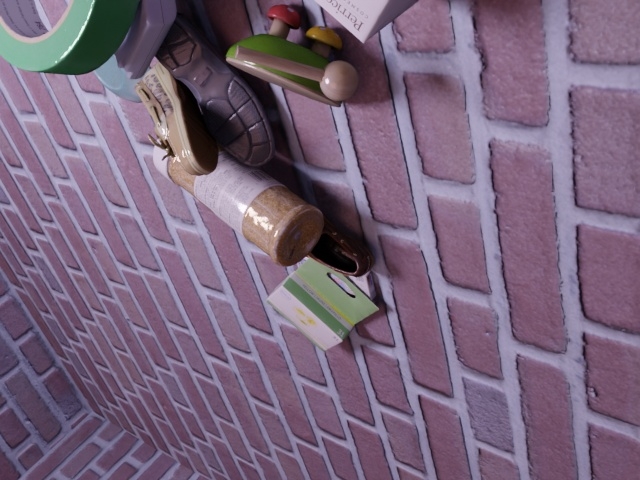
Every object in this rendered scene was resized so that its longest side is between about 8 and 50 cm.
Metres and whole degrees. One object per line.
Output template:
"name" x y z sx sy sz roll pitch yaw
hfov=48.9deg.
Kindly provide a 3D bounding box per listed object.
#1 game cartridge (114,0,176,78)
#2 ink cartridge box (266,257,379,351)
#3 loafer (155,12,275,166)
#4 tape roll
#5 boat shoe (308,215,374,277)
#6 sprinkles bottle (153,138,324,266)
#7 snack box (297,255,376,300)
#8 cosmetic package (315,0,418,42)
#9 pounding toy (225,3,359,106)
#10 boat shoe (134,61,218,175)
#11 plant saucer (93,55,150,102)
"game cartridge" -0.302 -0.429 1.092 0.198 0.062 0.297 -29 76 52
"ink cartridge box" -0.002 0.130 1.417 0.171 0.056 0.235 42 153 -2
"loafer" -0.171 -0.267 1.209 0.109 0.095 0.302 -31 107 24
"tape roll" -0.397 -0.411 1.042 0.321 0.077 0.321 6 99 36
"boat shoe" 0.000 0.000 1.279 0.207 0.073 0.073 28 110 20
"sprinkles bottle" -0.155 -0.092 1.273 0.355 0.121 0.121 36 146 31
"snack box" 0.026 0.064 1.374 0.178 0.022 0.064 17 139 35
"cosmetic package" 0.085 -0.411 0.712 0.197 0.155 0.365 40 144 4
"pounding toy" -0.031 -0.274 1.003 0.182 0.110 0.237 20 -173 -13
"boat shoe" -0.254 -0.203 1.224 0.104 0.089 0.285 47 -167 -48
"plant saucer" -0.417 -0.355 1.403 0.195 0.037 0.195 29 143 25
